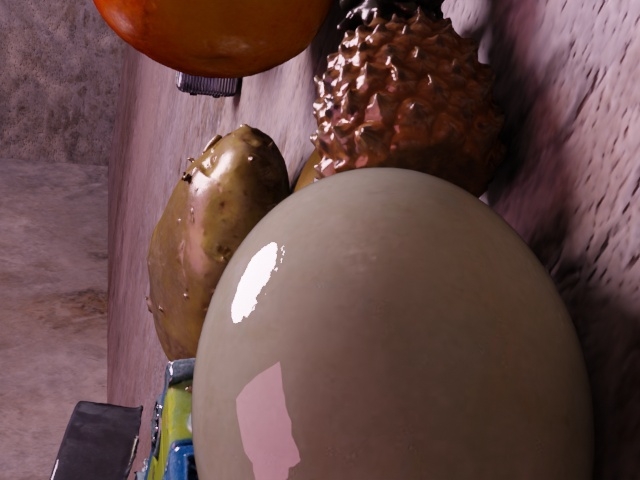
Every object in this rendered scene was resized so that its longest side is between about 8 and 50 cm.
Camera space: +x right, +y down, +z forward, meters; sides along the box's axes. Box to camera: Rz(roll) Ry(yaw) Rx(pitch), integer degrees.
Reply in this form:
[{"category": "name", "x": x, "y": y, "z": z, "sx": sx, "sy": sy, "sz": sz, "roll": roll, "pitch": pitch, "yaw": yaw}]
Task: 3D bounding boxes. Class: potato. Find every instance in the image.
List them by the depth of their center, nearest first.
[{"category": "potato", "x": -0.102, "y": 0.017, "z": 1.164, "sx": 0.191, "sy": 0.141, "sz": 0.296, "roll": -111, "pitch": 31, "yaw": -53}]

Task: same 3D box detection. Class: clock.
[{"category": "clock", "x": -0.275, "y": 0.359, "z": 1.220, "sx": 0.386, "sy": 0.076, "sz": 0.386, "roll": -164, "pitch": 90, "yaw": -83}]

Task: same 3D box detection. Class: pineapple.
[{"category": "pineapple", "x": 0.039, "y": -0.151, "z": 0.692, "sx": 0.119, "sy": 0.130, "sz": 0.277, "roll": -44, "pitch": 42, "yaw": 51}]

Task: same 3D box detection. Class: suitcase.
[{"category": "suitcase", "x": -0.144, "y": -0.249, "z": 1.483, "sx": 0.059, "sy": 0.086, "sz": 0.126, "roll": -126, "pitch": 42, "yaw": -70}]

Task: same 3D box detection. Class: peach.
[{"category": "peach", "x": -0.097, "y": -0.265, "z": 1.019, "sx": 0.281, "sy": 0.238, "sz": 0.281, "roll": 28, "pitch": 136, "yaw": 32}]

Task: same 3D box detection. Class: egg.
[{"category": "egg", "x": 0.033, "y": 0.082, "z": 0.534, "sx": 0.186, "sy": 0.187, "sz": 0.253, "roll": 118, "pitch": 155, "yaw": -58}]

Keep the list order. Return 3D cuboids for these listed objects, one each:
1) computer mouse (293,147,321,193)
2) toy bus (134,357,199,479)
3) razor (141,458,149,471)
[{"category": "computer mouse", "x": -0.002, "y": 0.000, "z": 0.967, "sx": 0.102, "sy": 0.045, "sz": 0.199, "roll": -108, "pitch": 25, "yaw": -48}, {"category": "toy bus", "x": -0.085, "y": 0.253, "z": 1.015, "sx": 0.312, "sy": 0.152, "sz": 0.190, "roll": 110, "pitch": 159, "yaw": -48}, {"category": "razor", "x": -0.134, "y": 0.215, "z": 1.364, "sx": 0.068, "sy": 0.106, "sz": 0.232, "roll": -113, "pitch": 39, "yaw": -59}]
